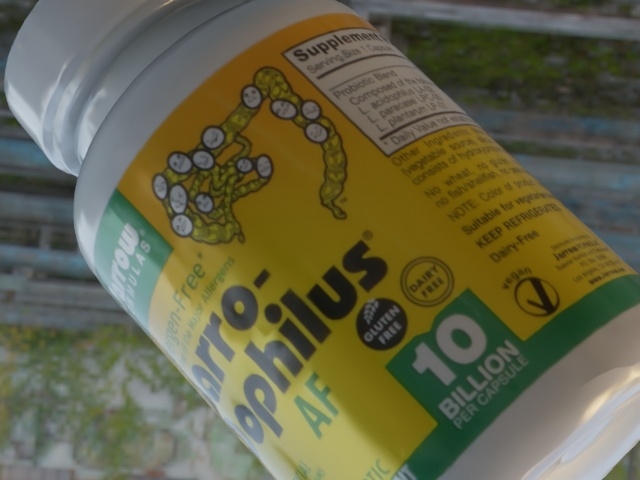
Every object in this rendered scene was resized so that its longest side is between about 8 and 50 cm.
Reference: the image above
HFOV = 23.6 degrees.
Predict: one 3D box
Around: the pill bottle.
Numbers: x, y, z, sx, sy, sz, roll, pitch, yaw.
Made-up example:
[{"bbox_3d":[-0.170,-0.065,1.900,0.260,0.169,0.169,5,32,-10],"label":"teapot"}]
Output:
[{"bbox_3d":[0.000,0.000,0.464,0.208,0.117,0.117,46,-163,20],"label":"pill bottle"}]
